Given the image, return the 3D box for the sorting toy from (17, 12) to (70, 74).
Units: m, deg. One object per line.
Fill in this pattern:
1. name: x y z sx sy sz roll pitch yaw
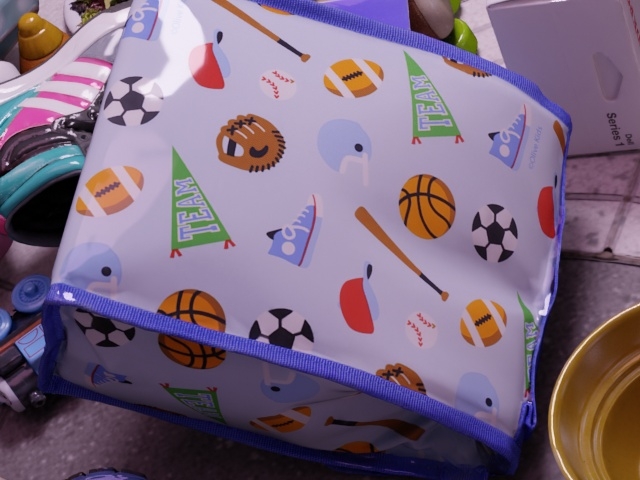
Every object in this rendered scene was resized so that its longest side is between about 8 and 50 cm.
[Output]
1. sorting toy: -0.177 -0.170 1.719 0.365 0.126 0.127 9 54 31

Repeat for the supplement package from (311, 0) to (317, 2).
1. supplement package: 0.009 -0.340 1.742 0.203 0.194 0.149 -39 45 -12

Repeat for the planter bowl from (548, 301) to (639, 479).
1. planter bowl: 0.283 0.145 1.251 0.217 0.090 0.217 -13 47 14

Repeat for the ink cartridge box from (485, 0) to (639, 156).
1. ink cartridge box: 0.235 -0.241 1.546 0.117 0.201 0.278 -7 48 19

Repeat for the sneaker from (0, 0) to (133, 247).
1. sneaker: -0.201 -0.095 1.553 0.295 0.124 0.178 -34 64 -13

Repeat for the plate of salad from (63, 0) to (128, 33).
1. plate of salad: -0.198 -0.292 1.895 0.200 0.048 0.200 -12 47 13

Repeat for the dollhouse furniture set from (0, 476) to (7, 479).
1. dollhouse furniture set: -0.374 0.275 1.289 0.303 0.174 0.355 -33 64 2

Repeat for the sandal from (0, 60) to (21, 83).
1. sandal: -0.486 -0.089 1.696 0.416 0.169 0.102 -25 82 4

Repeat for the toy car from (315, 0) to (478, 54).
1. toy car: 0.031 -0.218 1.666 0.188 0.155 0.149 -29 43 15

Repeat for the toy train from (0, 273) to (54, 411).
1. toy train: -0.236 0.082 1.550 0.184 0.080 0.105 -36 51 -11

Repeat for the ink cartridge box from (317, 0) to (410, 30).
1. ink cartridge box: -0.010 -0.118 1.570 0.206 0.045 0.208 -8 87 18

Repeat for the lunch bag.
1. lunch bag: 0.000 0.000 1.366 0.385 0.239 0.328 13 65 -4

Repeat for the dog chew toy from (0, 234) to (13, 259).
1. dog chew toy: -0.421 0.031 1.601 0.206 0.206 0.332 25 54 38

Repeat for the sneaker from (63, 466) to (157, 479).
1. sneaker: -0.213 0.258 1.390 0.221 0.083 0.087 -26 58 7

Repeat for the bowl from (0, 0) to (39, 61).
1. bowl: -0.414 -0.236 1.806 0.311 0.163 0.311 -48 7 8
